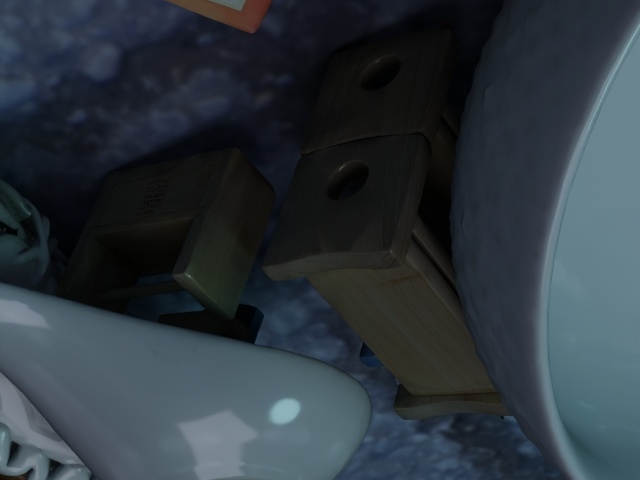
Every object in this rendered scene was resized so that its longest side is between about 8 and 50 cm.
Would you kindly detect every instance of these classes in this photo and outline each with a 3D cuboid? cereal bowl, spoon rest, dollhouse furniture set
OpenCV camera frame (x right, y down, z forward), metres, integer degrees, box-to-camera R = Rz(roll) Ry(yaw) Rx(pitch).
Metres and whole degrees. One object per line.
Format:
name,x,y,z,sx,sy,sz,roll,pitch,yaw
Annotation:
cereal bowl,0.194,-0.045,0.536,0.339,0.141,0.339,-13,123,-20
spoon rest,-0.098,0.071,0.552,0.276,0.084,0.137,15,143,-37
dollhouse furniture set,0.000,0.000,0.617,0.184,0.129,0.129,-8,139,34

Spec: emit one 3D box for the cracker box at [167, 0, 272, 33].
cracker box,-0.096,-0.187,0.435,0.232,0.067,0.155,20,128,-16

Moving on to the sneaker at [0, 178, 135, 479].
sneaker,-0.154,0.039,0.631,0.292,0.110,0.118,26,116,-28

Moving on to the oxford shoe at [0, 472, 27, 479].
oxford shoe,-0.221,0.083,0.695,0.212,0.076,0.076,26,94,-25
